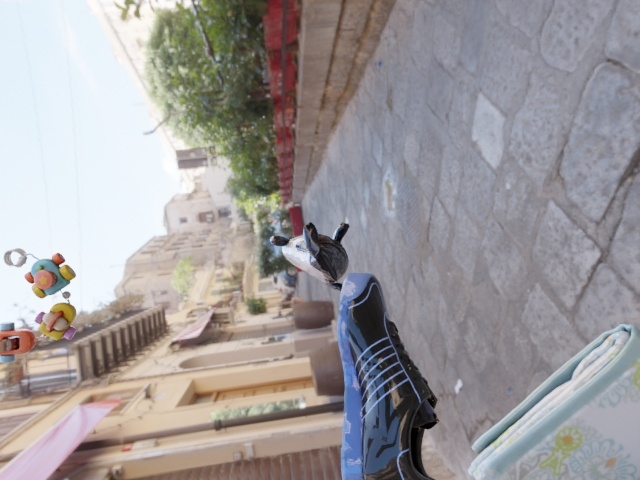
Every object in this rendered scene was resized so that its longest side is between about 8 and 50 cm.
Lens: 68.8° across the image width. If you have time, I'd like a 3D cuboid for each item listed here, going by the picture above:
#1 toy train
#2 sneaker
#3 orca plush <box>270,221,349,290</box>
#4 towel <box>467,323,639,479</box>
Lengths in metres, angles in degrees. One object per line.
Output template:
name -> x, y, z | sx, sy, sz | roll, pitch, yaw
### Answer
toy train -> -0.421, 0.096, 0.673 | 0.046, 0.125, 0.167 | -178, 92, -81
sneaker -> 0.072, 0.140, 0.482 | 0.081, 0.090, 0.233 | 43, -139, -58
orca plush -> 0.000, 0.000, 0.765 | 0.102, 0.151, 0.287 | -55, -9, -7
towel -> 0.486, 0.372, 0.788 | 0.320, 0.374, 0.090 | 45, -170, -2
